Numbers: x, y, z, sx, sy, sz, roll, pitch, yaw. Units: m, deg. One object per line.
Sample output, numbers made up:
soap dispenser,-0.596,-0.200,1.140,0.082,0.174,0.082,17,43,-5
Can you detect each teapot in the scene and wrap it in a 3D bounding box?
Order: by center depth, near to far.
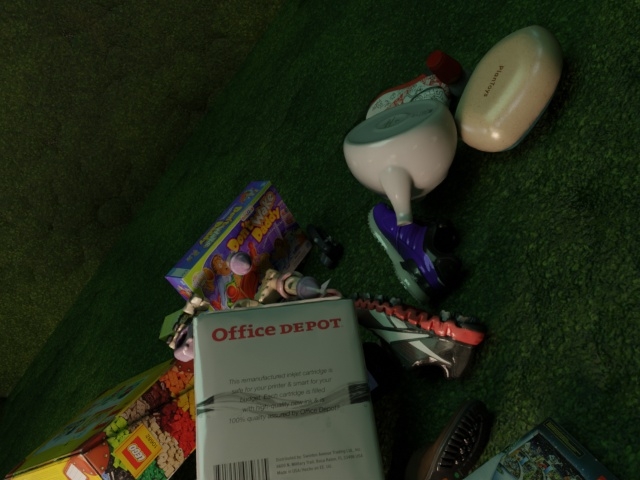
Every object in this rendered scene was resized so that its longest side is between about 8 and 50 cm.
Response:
teapot,0.182,-0.170,1.214,0.256,0.187,0.252,-33,26,-15

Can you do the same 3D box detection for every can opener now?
can opener,0.000,0.000,1.495,0.073,0.059,0.186,-52,32,11

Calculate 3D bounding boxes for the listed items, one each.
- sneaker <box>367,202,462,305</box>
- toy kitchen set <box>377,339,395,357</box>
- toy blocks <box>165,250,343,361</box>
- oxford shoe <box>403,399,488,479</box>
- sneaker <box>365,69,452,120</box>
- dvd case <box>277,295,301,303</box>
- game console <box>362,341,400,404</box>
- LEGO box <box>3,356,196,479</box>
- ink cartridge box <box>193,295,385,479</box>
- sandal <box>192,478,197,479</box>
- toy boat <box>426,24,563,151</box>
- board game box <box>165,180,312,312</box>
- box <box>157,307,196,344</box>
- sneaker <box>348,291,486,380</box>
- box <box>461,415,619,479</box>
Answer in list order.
sneaker,0.205,-0.005,1.187,0.146,0.102,0.293,-41,38,15
toy kitchen set,0.119,0.186,1.148,0.068,0.075,0.083,-39,32,30
toy blocks,-0.113,0.188,1.247,0.260,0.309,0.288,8,70,63
oxford shoe,0.185,0.344,0.915,0.227,0.083,0.096,-58,27,-2
sneaker,0.211,-0.317,1.447,0.270,0.090,0.144,-23,43,40
dvd case,-0.124,0.175,1.479,0.221,0.018,0.165,-48,37,-18
game console,-0.015,0.327,1.140,0.361,0.044,0.213,-39,79,9
LEGO box,-0.532,0.528,1.505,0.500,0.193,0.372,-29,10,40
ink cartridge box,-0.057,0.317,0.978,0.166,0.286,0.394,93,170,-62
sandal,-0.337,0.624,1.353,0.317,0.138,0.126,-30,39,35
toy boat,0.363,-0.326,1.214,0.267,0.148,0.318,-58,38,9
board game box,-0.191,0.049,1.450,0.078,0.233,0.347,3,46,45
box,-0.447,0.272,1.888,0.232,0.058,0.087,-28,42,41
sneaker,0.154,0.174,1.043,0.276,0.098,0.135,13,91,36
box,0.307,0.350,0.715,0.159,0.044,0.233,-33,32,-5
